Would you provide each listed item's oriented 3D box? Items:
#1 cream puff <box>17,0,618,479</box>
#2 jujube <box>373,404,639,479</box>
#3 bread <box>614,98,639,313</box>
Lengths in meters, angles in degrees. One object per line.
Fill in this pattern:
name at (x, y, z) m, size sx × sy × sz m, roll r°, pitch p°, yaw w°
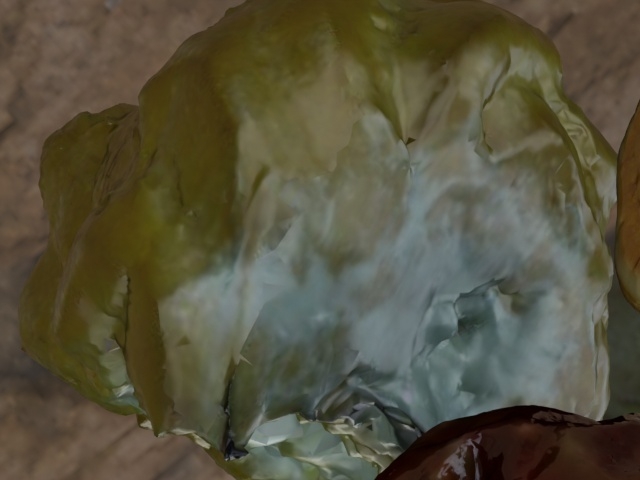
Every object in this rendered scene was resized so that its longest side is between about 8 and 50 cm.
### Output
cream puff at (-0.001, -0.008, 0.866) m, size 0.323 × 0.270 × 0.274 m, roll 38°, pitch 84°, yaw -43°
jujube at (0.150, 0.234, 0.645) m, size 0.276 × 0.377 × 0.276 m, roll -38°, pitch 153°, yaw -23°
bread at (0.126, -0.024, 0.528) m, size 0.024 × 0.110 × 0.110 m, roll 28°, pitch 108°, yaw -25°
